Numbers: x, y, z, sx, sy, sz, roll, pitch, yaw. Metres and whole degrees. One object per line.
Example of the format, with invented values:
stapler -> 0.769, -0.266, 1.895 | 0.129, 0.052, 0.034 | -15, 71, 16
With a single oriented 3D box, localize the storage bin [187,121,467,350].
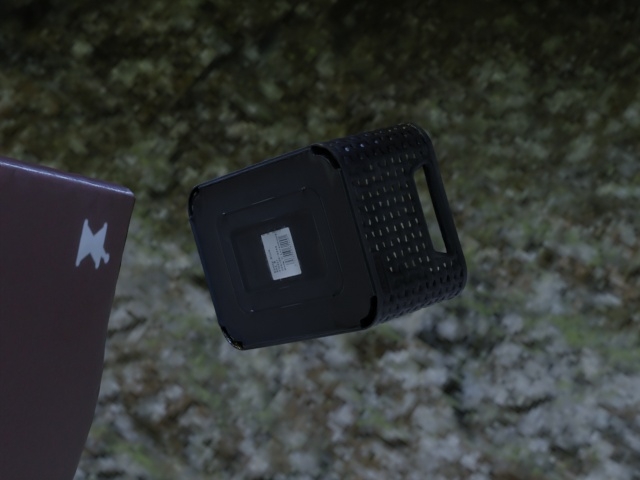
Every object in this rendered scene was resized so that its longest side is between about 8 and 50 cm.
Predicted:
storage bin -> 0.000, 0.000, 0.964 | 0.180, 0.084, 0.122 | -15, -89, 52

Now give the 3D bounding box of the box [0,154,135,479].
box -> -0.203, 0.036, 0.481 | 0.203, 0.168, 0.167 | 11, -1, 20
